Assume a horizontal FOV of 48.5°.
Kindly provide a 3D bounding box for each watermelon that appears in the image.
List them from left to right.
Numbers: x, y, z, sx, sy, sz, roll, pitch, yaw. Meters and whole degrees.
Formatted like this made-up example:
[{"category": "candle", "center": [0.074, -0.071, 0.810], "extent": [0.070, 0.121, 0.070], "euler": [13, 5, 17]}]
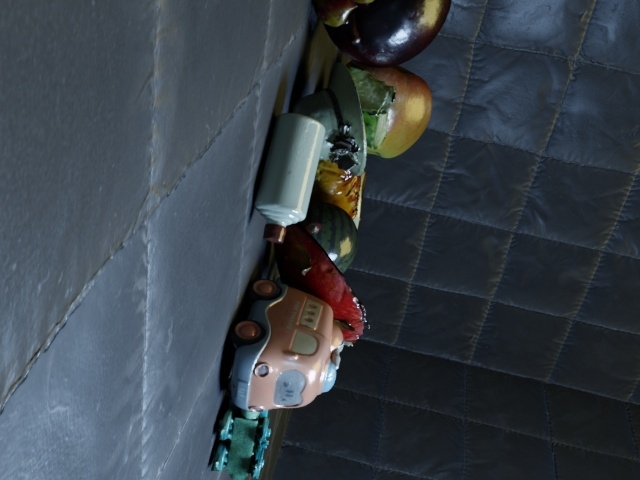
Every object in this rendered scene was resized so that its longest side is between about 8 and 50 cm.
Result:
[{"category": "watermelon", "center": [0.000, 0.000, 1.877], "extent": [0.212, 0.212, 0.212], "euler": [13, 90, -86]}]

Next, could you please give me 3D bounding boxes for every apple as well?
[{"category": "apple", "center": [0.178, -0.425, 2.306], "extent": [0.338, 0.338, 0.305], "euler": [-65, 179, -71]}]

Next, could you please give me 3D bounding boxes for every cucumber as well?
[{"category": "cucumber", "center": [0.106, -0.301, 1.711], "extent": [0.105, 0.145, 0.325], "euler": [-53, 170, -4]}]

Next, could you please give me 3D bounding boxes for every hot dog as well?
[{"category": "hot dog", "center": [0.056, -0.264, 2.008], "extent": [0.365, 0.196, 0.367], "euler": [91, 9, -52]}]

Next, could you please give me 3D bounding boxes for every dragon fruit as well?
[{"category": "dragon fruit", "center": [-0.011, 0.117, 1.650], "extent": [0.100, 0.282, 0.343], "euler": [-37, 124, -24]}]

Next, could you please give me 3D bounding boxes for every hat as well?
[{"category": "hat", "center": [0.004, -0.253, 1.567], "extent": [0.257, 0.130, 0.257], "euler": [167, -90, -81]}]

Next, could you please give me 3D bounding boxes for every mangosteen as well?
[{"category": "mangosteen", "center": [0.124, -0.544, 1.544], "extent": [0.347, 0.307, 0.307], "euler": [18, 84, -55]}]

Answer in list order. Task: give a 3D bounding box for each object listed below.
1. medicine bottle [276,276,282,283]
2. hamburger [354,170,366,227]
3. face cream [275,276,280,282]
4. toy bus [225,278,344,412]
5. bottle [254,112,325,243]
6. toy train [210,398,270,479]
[{"category": "medicine bottle", "center": [-0.109, 0.227, 1.747], "extent": [0.110, 0.110, 0.352], "euler": [93, 8, -67]}, {"category": "hamburger", "center": [0.048, -0.127, 2.354], "extent": [0.276, 0.179, 0.294], "euler": [102, 0, -52]}, {"category": "face cream", "center": [-0.119, 0.228, 1.877], "extent": [0.107, 0.073, 0.269], "euler": [102, 3, -58]}, {"category": "toy bus", "center": [-0.071, 0.232, 1.509], "extent": [0.288, 0.232, 0.194], "euler": [-74, 178, -54]}, {"category": "bottle", "center": [-0.064, -0.115, 1.374], "extent": [0.104, 0.104, 0.245], "euler": [79, 25, -80]}, {"category": "toy train", "center": [-0.167, 0.420, 1.571], "extent": [0.163, 0.112, 0.203], "euler": [-81, -176, -66]}]
